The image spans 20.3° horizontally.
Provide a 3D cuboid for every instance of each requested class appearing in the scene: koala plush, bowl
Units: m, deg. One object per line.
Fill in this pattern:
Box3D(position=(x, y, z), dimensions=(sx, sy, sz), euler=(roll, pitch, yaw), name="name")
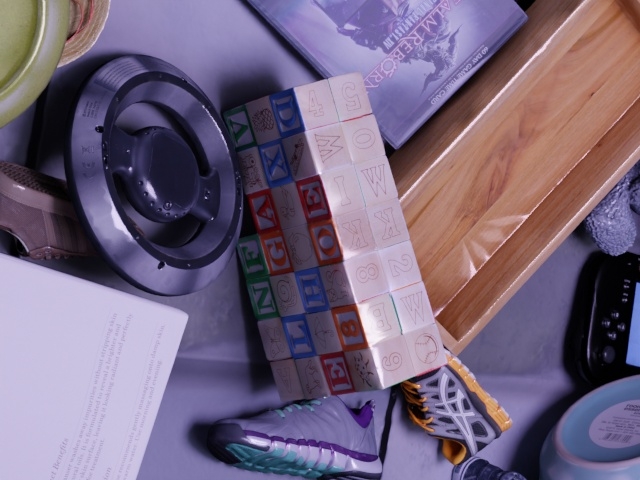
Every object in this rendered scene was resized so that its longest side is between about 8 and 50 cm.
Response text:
Box3D(position=(0.452, -0.037, 2.093), dimensions=(0.221, 0.196, 0.203), euler=(47, 43, -20), name="koala plush")
Box3D(position=(0.372, 0.266, 2.024), dimensions=(0.311, 0.311, 0.163), euler=(-37, 118, -28), name="bowl")

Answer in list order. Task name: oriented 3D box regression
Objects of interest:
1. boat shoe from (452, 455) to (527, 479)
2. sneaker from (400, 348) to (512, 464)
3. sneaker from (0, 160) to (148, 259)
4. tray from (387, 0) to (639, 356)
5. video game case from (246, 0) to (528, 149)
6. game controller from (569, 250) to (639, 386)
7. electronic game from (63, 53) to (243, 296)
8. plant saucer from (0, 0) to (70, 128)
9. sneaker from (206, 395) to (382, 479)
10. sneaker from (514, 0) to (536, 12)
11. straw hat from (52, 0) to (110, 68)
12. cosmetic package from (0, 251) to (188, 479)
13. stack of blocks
Box3D(position=(0.219, 0.328, 2.055), dimensions=(0.065, 0.083, 0.183), euler=(-45, 124, -24), name="boat shoe")
Box3D(position=(0.127, 0.169, 1.954), dimensions=(0.083, 0.084, 0.215), euler=(-48, 122, -6), name="sneaker")
Box3D(position=(-0.244, -0.014, 1.635), dimensions=(0.188, 0.066, 0.071), euler=(26, 109, -42), name="sneaker")
Box3D(position=(0.213, -0.094, 1.910), dimensions=(0.411, 0.076, 0.203), euler=(-46, 126, -3), name="tray")
Box3D(position=(0.060, -0.244, 1.791), dimensions=(0.196, 0.026, 0.274), euler=(-45, 121, 4), name="video game case")
Box3D(position=(0.425, 0.114, 2.194), dimensions=(0.319, 0.067, 0.166), euler=(15, 89, -41), name="game controller")
Box3D(position=(-0.151, -0.061, 1.660), dimensions=(0.229, 0.048, 0.229), euler=(20, 64, -48), name="electronic game")
Box3D(position=(-0.323, -0.194, 1.492), dimensions=(0.241, 0.037, 0.241), euler=(-4, 102, -20), name="plant saucer")
Box3D(position=(-0.029, 0.190, 1.847), dimensions=(0.224, 0.083, 0.098), euler=(19, 63, -42), name="sneaker")
Box3D(position=(0.188, -0.252, 1.917), dimensions=(0.217, 0.079, 0.121), euler=(-42, 122, -26), name="sneaker")
Box3D(position=(-0.261, -0.217, 1.565), dimensions=(0.144, 0.061, 0.144), euler=(-4, 102, -20), name="straw hat")
Box3D(position=(-0.326, 0.102, 1.521), dimensions=(0.385, 0.156, 0.217), euler=(23, 84, -39), name="cosmetic package")
Box3D(position=(0.000, 0.000, 1.752), dimensions=(0.087, 0.171, 0.297), euler=(-18, 93, -36), name="stack of blocks")
